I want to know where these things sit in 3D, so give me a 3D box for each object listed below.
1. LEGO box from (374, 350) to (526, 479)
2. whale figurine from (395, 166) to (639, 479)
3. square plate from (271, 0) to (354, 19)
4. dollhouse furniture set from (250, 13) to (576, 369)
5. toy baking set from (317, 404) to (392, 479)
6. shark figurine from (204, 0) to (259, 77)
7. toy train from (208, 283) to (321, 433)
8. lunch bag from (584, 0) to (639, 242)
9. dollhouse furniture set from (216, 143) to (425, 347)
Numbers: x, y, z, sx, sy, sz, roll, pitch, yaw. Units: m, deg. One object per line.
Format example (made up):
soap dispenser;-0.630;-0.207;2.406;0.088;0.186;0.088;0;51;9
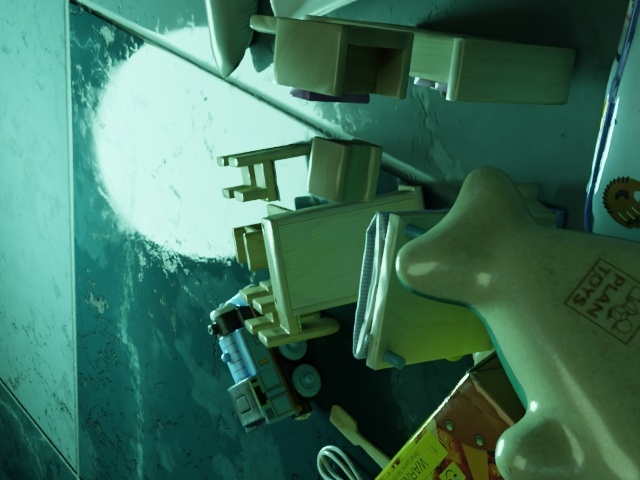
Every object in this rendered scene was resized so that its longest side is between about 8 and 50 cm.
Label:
LEGO box;0.190;0.346;0.791;0.372;0.193;0.500;48;136;20
whale figurine;0.176;0.073;0.575;0.272;0.216;0.141;36;160;17
square plate;0.036;-0.405;0.852;0.344;0.049;0.347;-5;99;53
dollhouse furniture set;0.044;-0.031;0.790;0.198;0.286;0.304;23;111;48
toy baking set;0.067;0.332;1.103;0.196;0.030;0.256;1;104;51
shark figurine;-0.144;-0.343;1.052;0.166;0.116;0.278;-28;82;51
toy train;-0.073;0.146;1.149;0.080;0.105;0.184;-34;76;51
lunch bag;0.310;-0.084;0.580;0.243;0.115;0.304;31;127;39
dollhouse furniture set;0.000;0.000;1.015;0.242;0.160;0.212;-159;59;-72
